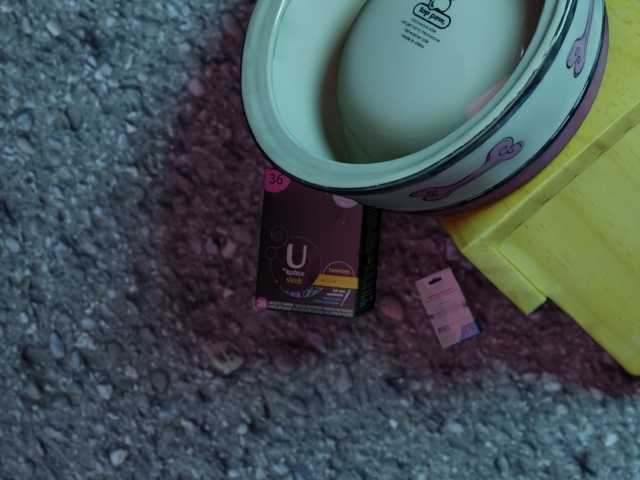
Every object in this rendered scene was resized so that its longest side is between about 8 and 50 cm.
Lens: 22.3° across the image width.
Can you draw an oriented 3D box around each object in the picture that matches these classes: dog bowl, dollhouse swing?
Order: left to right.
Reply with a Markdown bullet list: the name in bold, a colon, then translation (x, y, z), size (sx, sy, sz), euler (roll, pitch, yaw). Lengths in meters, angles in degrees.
- **dog bowl**: translation (0.119, -0.206, 1.701), size (0.408, 0.150, 0.408), euler (-19, 56, 30)
- **dollhouse swing**: translation (0.335, -0.083, 1.783), size (0.347, 0.305, 0.315), euler (-43, 42, 14)

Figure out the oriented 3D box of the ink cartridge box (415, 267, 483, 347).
- **ink cartridge box**: translation (0.147, 0.076, 1.860), size (0.048, 0.028, 0.083), euler (-24, 89, 15)

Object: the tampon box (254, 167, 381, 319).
- **tampon box**: translation (0.000, 0.000, 1.854), size (0.120, 0.101, 0.161), euler (5, 95, 14)
